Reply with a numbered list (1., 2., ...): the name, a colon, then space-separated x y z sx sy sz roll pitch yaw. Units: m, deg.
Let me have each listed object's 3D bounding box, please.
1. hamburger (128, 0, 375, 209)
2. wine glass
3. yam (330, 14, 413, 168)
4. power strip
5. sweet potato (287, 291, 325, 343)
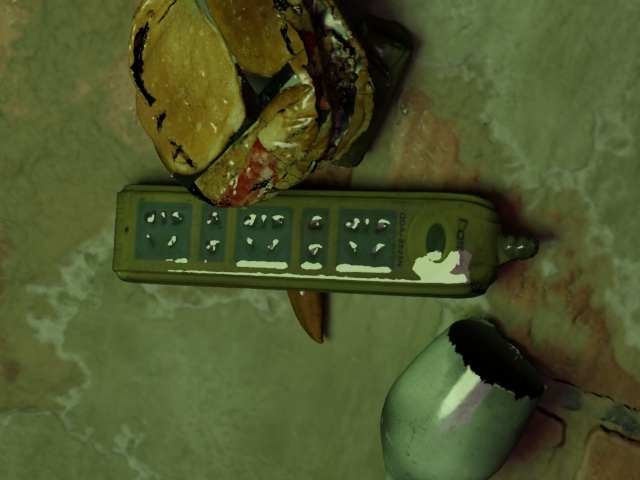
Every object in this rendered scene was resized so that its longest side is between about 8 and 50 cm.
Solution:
1. hamburger: -0.065 -0.144 1.482 0.231 0.107 0.231 17 117 36
2. wine glass: 0.097 0.191 1.582 0.126 0.126 0.241 34 117 0
3. yam: 0.036 -0.127 1.518 0.054 0.054 0.132 26 114 4
4. power strip: 0.000 0.000 1.554 0.387 0.066 0.092 2 84 13
5. sweet potato: -0.013 0.052 1.606 0.034 0.034 0.095 -6 104 16
